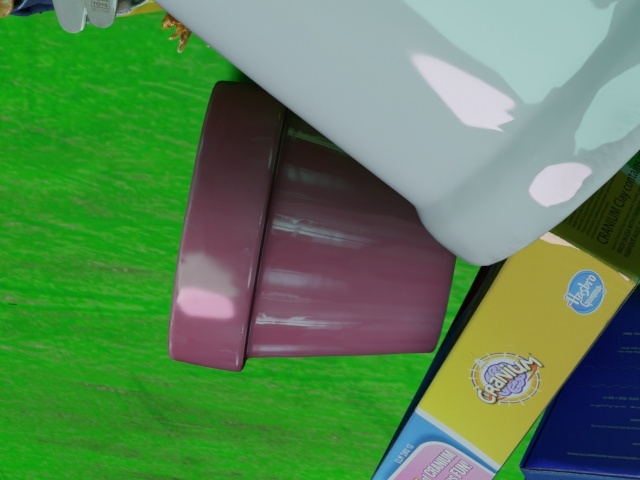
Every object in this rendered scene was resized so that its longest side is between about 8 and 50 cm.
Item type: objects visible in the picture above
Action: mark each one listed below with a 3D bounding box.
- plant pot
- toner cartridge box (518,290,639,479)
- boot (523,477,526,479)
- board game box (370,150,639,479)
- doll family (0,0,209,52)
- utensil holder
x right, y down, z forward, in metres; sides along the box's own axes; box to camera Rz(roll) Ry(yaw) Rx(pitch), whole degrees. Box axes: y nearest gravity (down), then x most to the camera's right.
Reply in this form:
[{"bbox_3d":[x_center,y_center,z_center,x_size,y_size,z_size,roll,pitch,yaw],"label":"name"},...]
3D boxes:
[{"bbox_3d":[0.000,0.000,1.147,0.180,0.201,0.201,9,140,0],"label":"plant pot"},{"bbox_3d":[0.313,0.115,1.051,0.348,0.165,0.075,-1,137,42],"label":"toner cartridge box"},{"bbox_3d":[0.250,0.271,1.239,0.263,0.229,0.091,11,138,22],"label":"boot"},{"bbox_3d":[0.140,0.016,1.021,0.064,0.242,0.316,29,141,4],"label":"board game box"},{"bbox_3d":[-0.147,-0.172,1.070,0.263,0.163,0.118,-1,107,30],"label":"doll family"},{"bbox_3d":[0.021,-0.232,0.764,0.385,0.327,0.327,38,141,-6],"label":"utensil holder"}]
